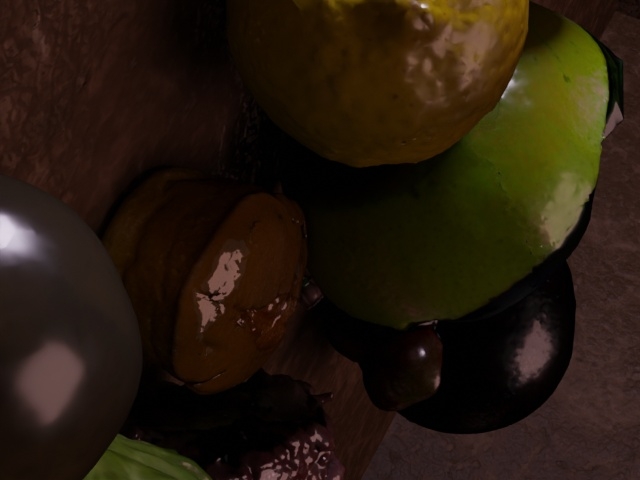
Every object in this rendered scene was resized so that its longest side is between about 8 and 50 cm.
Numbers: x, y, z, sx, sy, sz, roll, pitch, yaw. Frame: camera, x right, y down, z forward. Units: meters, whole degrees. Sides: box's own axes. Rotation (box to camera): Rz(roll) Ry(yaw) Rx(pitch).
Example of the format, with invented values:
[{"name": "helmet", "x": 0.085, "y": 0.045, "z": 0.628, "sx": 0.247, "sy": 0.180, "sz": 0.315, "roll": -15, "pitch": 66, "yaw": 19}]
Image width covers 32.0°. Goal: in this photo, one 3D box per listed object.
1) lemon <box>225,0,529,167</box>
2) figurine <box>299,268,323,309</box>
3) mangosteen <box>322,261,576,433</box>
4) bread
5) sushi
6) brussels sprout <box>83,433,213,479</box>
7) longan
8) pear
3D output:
[{"name": "lemon", "x": 0.043, "y": -0.189, "z": 0.920, "sx": 0.310, "sy": 0.254, "sz": 0.253, "roll": -100, "pitch": -150, "yaw": -74}, {"name": "figurine", "x": 0.001, "y": 0.005, "z": 1.336, "sx": 0.144, "sy": 0.114, "sz": 0.178, "roll": -47, "pitch": -173, "yaw": 0}, {"name": "mangosteen", "x": 0.193, "y": 0.106, "z": 1.706, "sx": 0.435, "sy": 0.382, "sz": 0.382, "roll": 13, "pitch": 101, "yaw": -58}, {"name": "bread", "x": -0.096, "y": 0.037, "z": 1.009, "sx": 0.195, "sy": 0.143, "sz": 0.270, "roll": -65, "pitch": 164, "yaw": -4}, {"name": "sushi", "x": -0.117, "y": 0.219, "z": 1.073, "sx": 0.270, "sy": 0.236, "sz": 0.170, "roll": -4, "pitch": 110, "yaw": -38}, {"name": "brussels sprout", "x": -0.161, "y": 0.259, "z": 0.803, "sx": 0.247, "sy": 0.328, "sz": 0.328, "roll": -59, "pitch": 164, "yaw": -18}, {"name": "longan", "x": -0.196, "y": 0.061, "z": 0.612, "sx": 0.196, "sy": 0.197, "sz": 0.220, "roll": -53, "pitch": 163, "yaw": -40}, {"name": "pear", "x": 0.098, "y": -0.118, "z": 1.129, "sx": 0.165, "sy": 0.399, "sz": 0.398, "roll": 43, "pitch": 70, "yaw": -46}]
